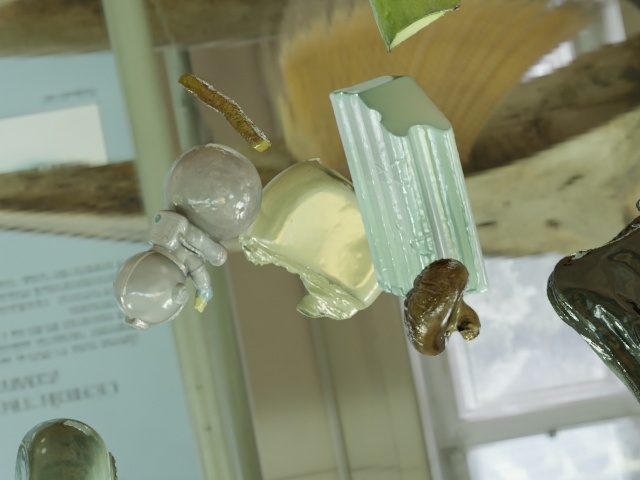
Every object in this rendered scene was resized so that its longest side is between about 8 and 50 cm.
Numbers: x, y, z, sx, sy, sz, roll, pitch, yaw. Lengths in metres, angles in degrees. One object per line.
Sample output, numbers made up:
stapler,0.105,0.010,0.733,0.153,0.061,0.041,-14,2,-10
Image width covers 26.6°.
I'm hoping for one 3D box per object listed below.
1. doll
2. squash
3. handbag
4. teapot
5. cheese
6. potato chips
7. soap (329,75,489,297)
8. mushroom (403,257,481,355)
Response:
doll,-0.194,-0.002,1.901,0.151,0.151,0.287,-11,-137,57
squash,0.107,-0.411,1.993,0.137,0.287,0.137,-19,157,-8
handbag,0.354,0.109,1.235,0.192,0.332,0.075,-26,157,-28
teapot,-0.348,0.341,1.863,0.130,0.193,0.294,5,-178,-21
cheese,0.000,0.000,2.253,0.266,0.233,0.127,34,175,-16
potato chips,-0.112,-0.155,1.655,0.037,0.026,0.204,19,-162,-43
soap,0.117,-0.067,1.775,0.095,0.289,0.173,-20,-166,-21
mushroom,0.137,0.078,1.573,0.085,0.109,0.126,-2,136,-11
